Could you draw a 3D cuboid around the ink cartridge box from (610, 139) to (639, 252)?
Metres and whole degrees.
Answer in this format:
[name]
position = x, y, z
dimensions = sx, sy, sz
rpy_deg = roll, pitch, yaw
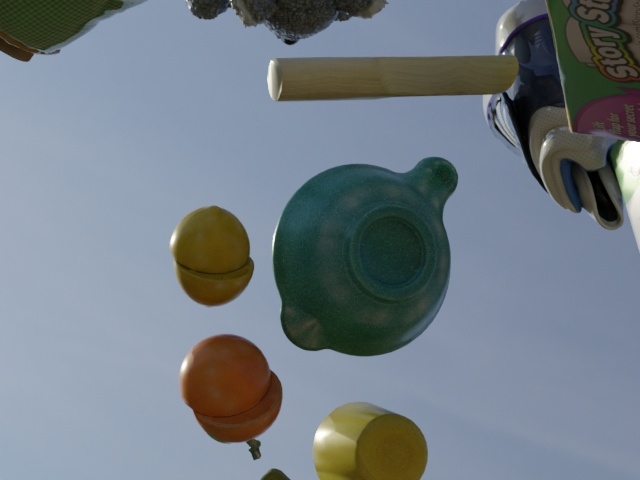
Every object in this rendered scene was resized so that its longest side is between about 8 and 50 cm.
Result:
[ink cartridge box]
position = 0.383, 0.001, 1.269
dimensions = 0.119, 0.353, 0.207
rpy_deg = 5, -37, -17

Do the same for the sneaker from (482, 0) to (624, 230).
[sneaker]
position = 0.268, -0.095, 1.609
dimensions = 0.130, 0.236, 0.323
rpy_deg = -16, -25, 2

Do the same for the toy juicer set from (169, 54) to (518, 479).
[toy juicer set]
position = 0.000, 0.000, 0.999
dimensions = 0.209, 0.329, 0.089
rpy_deg = 18, -12, -19

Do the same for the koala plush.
[koala plush]
position = -0.036, -0.288, 1.528
dimensions = 0.196, 0.221, 0.203
rpy_deg = 0, -55, -12

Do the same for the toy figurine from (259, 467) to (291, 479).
[toy figurine]
position = 0.025, 0.268, 0.634
dimensions = 0.362, 0.191, 0.217
rpy_deg = 50, -8, 11

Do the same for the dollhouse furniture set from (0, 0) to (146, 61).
[dollhouse furniture set]
position = -0.320, -0.220, 1.389
dimensions = 0.197, 0.151, 0.301
rpy_deg = -15, -28, 36

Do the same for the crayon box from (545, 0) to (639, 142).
[crayon box]
position = 0.222, -0.275, 0.921
dimensions = 0.106, 0.313, 0.363
rpy_deg = 10, -19, 18
